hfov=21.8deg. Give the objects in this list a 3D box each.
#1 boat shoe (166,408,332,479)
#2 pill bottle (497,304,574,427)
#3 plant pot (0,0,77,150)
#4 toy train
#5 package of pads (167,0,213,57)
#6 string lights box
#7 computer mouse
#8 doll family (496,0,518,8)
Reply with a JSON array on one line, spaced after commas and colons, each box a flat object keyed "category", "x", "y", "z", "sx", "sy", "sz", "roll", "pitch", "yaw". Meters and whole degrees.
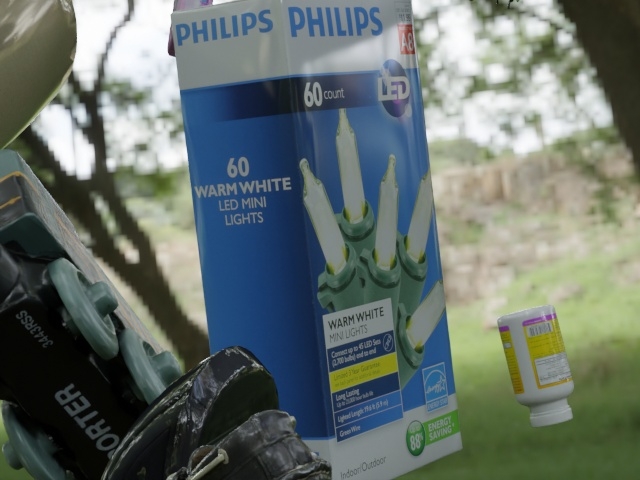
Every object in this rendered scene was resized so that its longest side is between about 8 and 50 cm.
[{"category": "boat shoe", "x": -0.028, "y": 0.080, "z": 0.507, "sx": 0.046, "sy": 0.038, "sz": 0.125, "roll": -28, "pitch": -6, "yaw": -21}, {"category": "pill bottle", "x": 0.157, "y": 0.091, "z": 1.198, "sx": 0.043, "sy": 0.083, "sz": 0.043, "roll": -13, "pitch": -3, "yaw": -1}, {"category": "plant pot", "x": -0.371, "y": -0.128, "z": 1.430, "sx": 0.256, "sy": 0.256, "sz": 0.274, "roll": -8, "pitch": 36, "yaw": 19}, {"category": "toy train", "x": -0.181, "y": 0.086, "z": 1.217, "sx": 0.142, "sy": 0.190, "sz": 0.334, "roll": -30, "pitch": -47, "yaw": 3}, {"category": "package of pads", "x": -0.109, "y": -0.199, "z": 1.422, "sx": 0.032, "sy": 0.083, "sz": 0.050, "roll": 12, "pitch": -27, "yaw": -14}, {"category": "string lights box", "x": 0.000, "y": 0.000, "z": 0.905, "sx": 0.076, "sy": 0.260, "sz": 0.133, "roll": -4, "pitch": 5, "yaw": 35}, {"category": "computer mouse", "x": -0.079, "y": 0.179, "z": 0.670, "sx": 0.060, "sy": 0.262, "sz": 0.184, "roll": 9, "pitch": 19, "yaw": 22}, {"category": "doll family", "x": 0.181, "y": -0.270, "z": 1.507, "sx": 0.193, "sy": 0.076, "sz": 0.111, "roll": -43, "pitch": 8, "yaw": 0}]
